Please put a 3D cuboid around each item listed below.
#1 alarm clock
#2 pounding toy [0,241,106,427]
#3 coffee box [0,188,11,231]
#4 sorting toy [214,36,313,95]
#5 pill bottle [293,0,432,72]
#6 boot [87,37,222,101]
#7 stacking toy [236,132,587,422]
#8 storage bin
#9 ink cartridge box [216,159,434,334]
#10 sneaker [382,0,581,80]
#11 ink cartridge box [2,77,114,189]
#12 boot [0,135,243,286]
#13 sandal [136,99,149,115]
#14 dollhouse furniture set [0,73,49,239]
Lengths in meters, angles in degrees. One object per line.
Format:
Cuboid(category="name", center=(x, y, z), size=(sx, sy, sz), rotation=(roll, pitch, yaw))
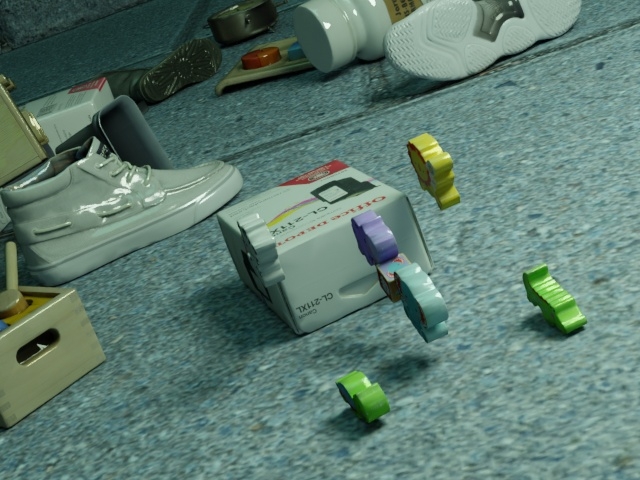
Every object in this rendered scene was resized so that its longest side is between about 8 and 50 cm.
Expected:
Cuboid(category="alarm clock", center=(-0.156, -0.413, 2.398), size=(0.192, 0.064, 0.129), rotation=(4, 31, 47))
Cuboid(category="pounding toy", center=(-0.269, 0.076, 1.097), size=(0.130, 0.100, 0.141), rotation=(0, 28, 45))
Cuboid(category="coffee box", center=(-0.634, -0.070, 1.520), size=(0.338, 0.334, 0.338), rotation=(-16, 19, 14))
Cuboid(category="sorting toy", center=(-0.035, -0.322, 2.054), size=(0.229, 0.041, 0.307), rotation=(-14, 20, 18))
Cuboid(category="pill bottle", center=(0.083, -0.332, 1.817), size=(0.229, 0.131, 0.131), rotation=(-28, 20, -21))
Cuboid(category="boot", center=(-0.293, -0.282, 2.189), size=(0.189, 0.076, 0.208), rotation=(-31, 14, -33))
Cuboid(category="stacking toy", center=(0.056, 0.020, 0.897), size=(0.167, 0.052, 0.221), rotation=(-25, 42, -11))
Cuboid(category="storage bin", center=(-0.242, -0.091, 1.503), size=(0.091, 0.135, 0.098), rotation=(-21, 16, 29))
Cuboid(category="ink cartridge box", center=(0.000, 0.000, 1.072), size=(0.127, 0.072, 0.175), rotation=(-25, 19, -12))
Cuboid(category="sneaker", center=(0.184, -0.273, 1.608), size=(0.268, 0.101, 0.153), rotation=(-20, 17, -16))
Cuboid(category="ink cartridge box", center=(-0.416, -0.141, 1.855), size=(0.237, 0.100, 0.172), rotation=(-18, 19, 3))
Cuboid(category="boot", center=(-0.213, -0.058, 1.377), size=(0.258, 0.123, 0.095), rotation=(-28, 20, -21))
Cuboid(category="sandal", center=(-0.393, -0.177, 2.003), size=(0.254, 0.055, 0.097), rotation=(-16, 19, 15))
Cuboid(category="dollhouse furniture set", center=(-0.403, -0.094, 1.477), size=(0.161, 0.212, 0.242), rotation=(-32, 6, -4))
